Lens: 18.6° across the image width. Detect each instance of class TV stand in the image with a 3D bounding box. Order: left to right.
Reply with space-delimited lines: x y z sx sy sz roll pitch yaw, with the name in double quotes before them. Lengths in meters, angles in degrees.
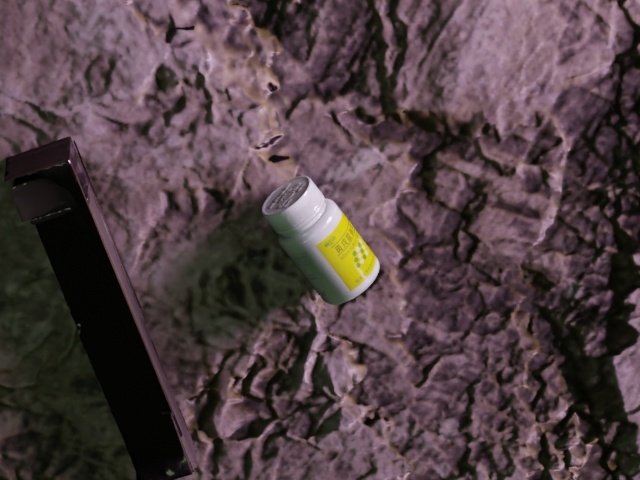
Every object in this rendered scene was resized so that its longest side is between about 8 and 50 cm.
"TV stand" -0.147 0.055 1.326 0.049 0.040 0.256 -17 116 3

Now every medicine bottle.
"medicine bottle" 0.000 0.000 1.311 0.047 0.047 0.083 -32 115 10
